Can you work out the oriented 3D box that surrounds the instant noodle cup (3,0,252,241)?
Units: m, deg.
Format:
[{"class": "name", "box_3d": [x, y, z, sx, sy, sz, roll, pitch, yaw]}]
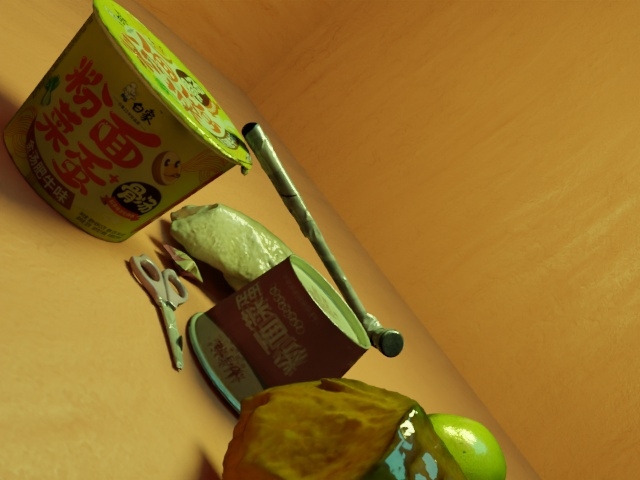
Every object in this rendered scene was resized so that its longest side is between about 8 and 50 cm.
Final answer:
[{"class": "instant noodle cup", "box_3d": [-0.277, -0.152, 0.983, 0.311, 0.221, 0.311, 48, 10, -12]}]

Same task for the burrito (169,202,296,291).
[{"class": "burrito", "box_3d": [-0.117, 0.047, 1.213, 0.332, 0.135, 0.190, 47, 8, -14]}]

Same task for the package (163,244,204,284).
[{"class": "package", "box_3d": [-0.217, 0.039, 1.108, 0.059, 0.029, 0.083, 46, -4, 27]}]

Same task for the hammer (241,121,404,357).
[{"class": "hammer", "box_3d": [-0.001, 0.001, 1.087, 0.427, 0.044, 0.152, 60, -15, -19]}]

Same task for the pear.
[{"class": "pear", "box_3d": [0.254, 0.427, 1.365, 0.219, 0.188, 0.187, 31, 10, -1]}]

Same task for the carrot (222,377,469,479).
[{"class": "carrot", "box_3d": [0.038, 0.284, 0.688, 0.341, 0.241, 0.241, 53, 10, 8]}]

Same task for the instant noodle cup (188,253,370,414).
[{"class": "instant noodle cup", "box_3d": [-0.052, 0.143, 1.009, 0.235, 0.178, 0.235, 47, 8, -9]}]

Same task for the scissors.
[{"class": "scissors", "box_3d": [-0.208, 0.096, 0.945, 0.110, 0.021, 0.212, 39, 13, -40]}]
